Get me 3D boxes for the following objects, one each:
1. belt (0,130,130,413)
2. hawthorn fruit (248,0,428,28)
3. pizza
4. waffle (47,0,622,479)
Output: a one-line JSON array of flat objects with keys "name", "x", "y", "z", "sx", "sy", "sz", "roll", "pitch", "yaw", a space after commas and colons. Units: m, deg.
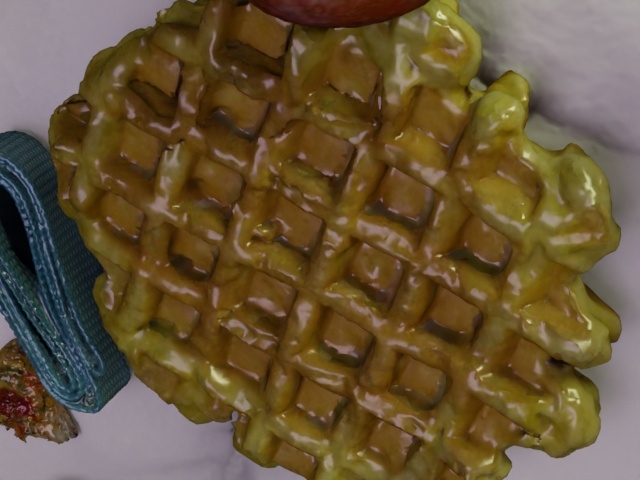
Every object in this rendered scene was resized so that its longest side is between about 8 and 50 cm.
[{"name": "belt", "x": -0.183, "y": 0.026, "z": 0.785, "sx": 0.100, "sy": 0.065, "sz": 0.179, "roll": -17, "pitch": 103, "yaw": 24}, {"name": "hawthorn fruit", "x": 0.012, "y": -0.173, "z": 0.512, "sx": 0.173, "sy": 0.173, "sz": 0.172, "roll": 12, "pitch": 118, "yaw": 24}, {"name": "pizza", "x": -0.198, "y": 0.110, "z": 0.855, "sx": 0.078, "sy": 0.025, "sz": 0.083, "roll": 35, "pitch": 124, "yaw": 13}, {"name": "waffle", "x": 0.000, "y": 0.000, "z": 0.666, "sx": 0.325, "sy": 0.068, "sz": 0.302, "roll": -16, "pitch": 104, "yaw": 32}]
